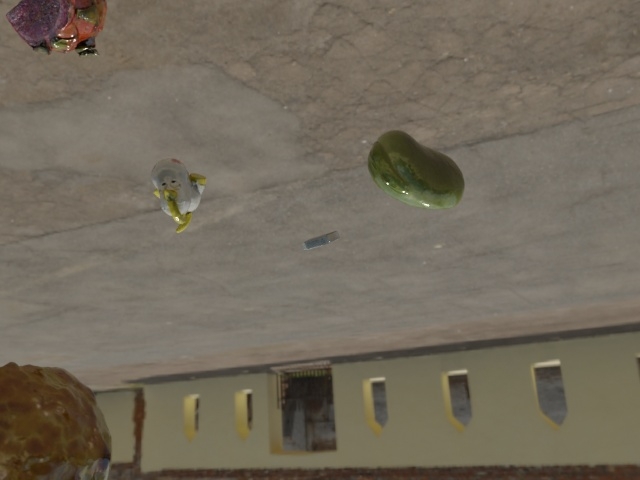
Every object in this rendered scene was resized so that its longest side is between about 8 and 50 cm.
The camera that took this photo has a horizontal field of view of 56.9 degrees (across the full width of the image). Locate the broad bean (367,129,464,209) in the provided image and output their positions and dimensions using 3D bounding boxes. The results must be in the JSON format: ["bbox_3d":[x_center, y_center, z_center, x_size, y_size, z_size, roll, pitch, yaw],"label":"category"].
[{"bbox_3d":[0.151,-0.108,0.923,0.175,0.124,0.082,19,138,-18],"label":"broad bean"}]

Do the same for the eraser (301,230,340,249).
[{"bbox_3d":[0.000,0.000,1.819,0.052,0.029,0.122,-22,-176,-43],"label":"eraser"}]

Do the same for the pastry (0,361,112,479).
[{"bbox_3d":[-0.328,0.275,0.658,0.170,0.256,0.236,31,133,13],"label":"pastry"}]

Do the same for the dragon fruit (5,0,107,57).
[{"bbox_3d":[-0.361,-0.308,0.840,0.147,0.096,0.102,-23,-174,21],"label":"dragon fruit"}]

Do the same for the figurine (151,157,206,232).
[{"bbox_3d":[-0.276,-0.090,1.143,0.109,0.129,0.178,-8,173,-6],"label":"figurine"}]
